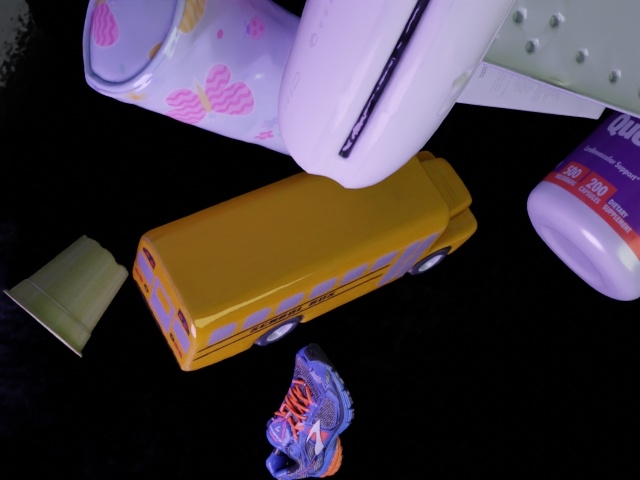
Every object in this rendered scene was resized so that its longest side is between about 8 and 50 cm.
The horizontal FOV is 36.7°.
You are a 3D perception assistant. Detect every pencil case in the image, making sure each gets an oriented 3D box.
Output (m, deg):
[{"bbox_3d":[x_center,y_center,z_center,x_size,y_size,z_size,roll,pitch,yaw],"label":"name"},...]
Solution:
[{"bbox_3d":[-0.046,-0.135,0.747,0.273,0.113,0.124,11,136,-46],"label":"pencil case"}]

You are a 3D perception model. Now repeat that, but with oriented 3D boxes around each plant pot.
[{"bbox_3d":[-0.204,0.040,0.802,0.079,0.083,0.083,-50,144,-15],"label":"plant pot"}]

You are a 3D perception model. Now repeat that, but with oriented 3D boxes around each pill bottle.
[{"bbox_3d":[0.418,-0.093,1.163,0.323,0.181,0.181,-44,142,-2],"label":"pill bottle"}]

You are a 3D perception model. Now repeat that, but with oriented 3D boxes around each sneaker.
[{"bbox_3d":[-0.018,0.211,1.122,0.087,0.083,0.221,-17,132,-24],"label":"sneaker"}]

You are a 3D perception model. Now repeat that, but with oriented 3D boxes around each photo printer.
[{"bbox_3d":[0.064,-0.201,0.616,0.107,0.308,0.256,20,141,-7],"label":"photo printer"}]

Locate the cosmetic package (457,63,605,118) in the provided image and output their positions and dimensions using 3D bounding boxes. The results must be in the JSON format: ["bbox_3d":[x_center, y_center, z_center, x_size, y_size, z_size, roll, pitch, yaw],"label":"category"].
[{"bbox_3d":[0.182,-0.182,0.918,0.231,0.117,0.085,1,124,-42],"label":"cosmetic package"}]

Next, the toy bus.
[{"bbox_3d":[0.000,0.000,0.887,0.332,0.108,0.130,-23,161,-26],"label":"toy bus"}]

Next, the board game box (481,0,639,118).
[{"bbox_3d":[0.308,-0.298,0.820,0.390,0.050,0.390,11,97,-32],"label":"board game box"}]
